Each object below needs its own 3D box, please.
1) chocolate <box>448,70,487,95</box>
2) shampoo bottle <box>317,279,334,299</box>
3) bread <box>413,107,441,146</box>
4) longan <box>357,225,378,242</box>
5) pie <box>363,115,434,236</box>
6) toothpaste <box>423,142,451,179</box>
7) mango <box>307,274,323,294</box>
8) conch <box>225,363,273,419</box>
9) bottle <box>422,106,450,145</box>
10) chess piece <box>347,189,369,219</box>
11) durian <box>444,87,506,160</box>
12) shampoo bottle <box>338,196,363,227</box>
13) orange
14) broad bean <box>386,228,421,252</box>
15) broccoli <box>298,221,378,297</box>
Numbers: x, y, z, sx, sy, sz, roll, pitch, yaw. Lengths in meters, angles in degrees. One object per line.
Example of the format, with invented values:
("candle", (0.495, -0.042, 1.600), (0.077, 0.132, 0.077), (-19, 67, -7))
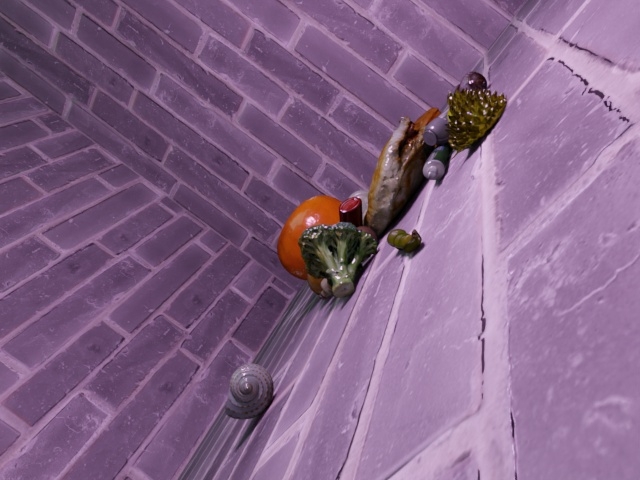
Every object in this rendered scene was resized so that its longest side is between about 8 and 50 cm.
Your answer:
("chocolate", (0.577, -0.587, 1.917), (0.110, 0.110, 0.248), (-54, -1, -12))
("shampoo bottle", (0.050, 0.154, 1.769), (0.162, 0.079, 0.079), (-54, 1, 20))
("bread", (0.457, -0.460, 2.115), (0.270, 0.142, 0.195), (-52, 1, -22))
("longan", (0.152, 0.005, 1.713), (0.113, 0.113, 0.092), (-53, -5, 28))
("pie", (0.273, -0.215, 1.737), (0.395, 0.180, 0.419), (82, -148, -76))
("toothpaste", (0.373, -0.260, 1.533), (0.099, 0.061, 0.392), (-47, 2, 29))
("mango", (0.027, 0.136, 1.964), (0.193, 0.146, 0.316), (-53, -13, -23))
("conch", (-0.210, 0.479, 1.522), (0.200, 0.131, 0.173), (47, -131, -64))
("bottle", (0.443, -0.398, 1.608), (0.253, 0.096, 0.080), (-40, -27, -25))
("chess piece", (0.217, -0.129, 2.393), (0.176, 0.175, 0.298), (-53, 14, 18))
("durian", (0.432, -0.340, 1.362), (0.352, 0.158, 0.169), (-56, -32, -64))
("shampoo bottle", (0.116, -0.030, 1.789), (0.102, 0.064, 0.260), (-39, -40, -33))
("orange", (0.000, 0.000, 2.222), (0.424, 0.326, 0.424), (-54, -12, -17))
("broad bean", (0.201, -0.001, 1.167), (0.052, 0.053, 0.256), (-16, 2, -1))
("broccoli", (0.050, 0.063, 1.565), (0.254, 0.269, 0.269), (-59, -2, 32))
